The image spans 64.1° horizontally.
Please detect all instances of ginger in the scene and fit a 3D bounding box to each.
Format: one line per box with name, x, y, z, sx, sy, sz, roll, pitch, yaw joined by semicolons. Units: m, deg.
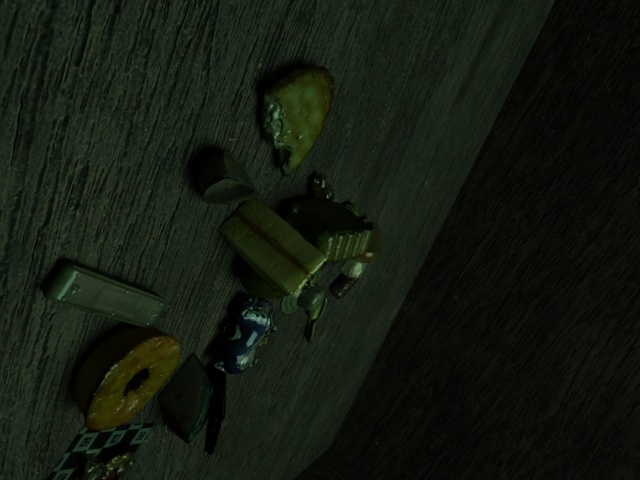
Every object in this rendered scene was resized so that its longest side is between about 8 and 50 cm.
ginger;-0.026;-0.088;1.811;0.166;0.080;0.332;-3;124;-40

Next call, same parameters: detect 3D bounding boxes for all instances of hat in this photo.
hat;-0.044;0.227;2.102;0.252;0.110;0.252;-43;152;-30

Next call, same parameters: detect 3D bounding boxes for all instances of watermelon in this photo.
watermelon;-0.447;0.552;1.710;0.260;0.176;0.255;89;2;-48

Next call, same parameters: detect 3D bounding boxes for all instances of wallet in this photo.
wallet;-0.356;0.561;1.770;0.318;0.045;0.172;-101;-152;-63

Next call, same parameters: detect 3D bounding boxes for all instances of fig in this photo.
fig;-0.139;0.101;1.652;0.203;0.225;0.202;24;90;-88

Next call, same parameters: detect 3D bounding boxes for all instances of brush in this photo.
brush;0.171;0.023;2.219;0.166;0.174;0.266;-61;177;41
brush;-0.041;0.354;2.325;0.067;0.072;0.312;-8;133;-30

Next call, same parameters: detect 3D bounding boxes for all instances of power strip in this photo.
power strip;-0.493;0.139;1.234;0.092;0.066;0.387;-57;153;-7

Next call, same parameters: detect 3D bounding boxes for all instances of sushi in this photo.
sushi;-0.687;0.732;1.558;0.359;0.064;0.343;-55;155;-3

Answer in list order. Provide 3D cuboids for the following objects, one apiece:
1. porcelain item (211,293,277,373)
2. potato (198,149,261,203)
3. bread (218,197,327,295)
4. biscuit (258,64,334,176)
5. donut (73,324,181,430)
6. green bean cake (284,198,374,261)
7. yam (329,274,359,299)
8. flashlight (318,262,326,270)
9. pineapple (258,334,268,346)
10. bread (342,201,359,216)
porcelain item;-0.273;0.325;1.769;0.288;0.138;0.186;-57;145;-5
potato;-0.257;-0.163;1.316;0.120;0.100;0.261;-20;172;8
bread;-0.138;0.014;1.465;0.167;0.163;0.264;-49;113;-17
biscuit;-0.077;-0.331;1.439;0.329;0.078;0.335;-24;140;-54
donut;-0.520;0.353;1.363;0.303;0.110;0.302;-43;153;-28
green bean cake;0.019;-0.032;1.659;0.233;0.236;0.124;-5;123;-36
yam;0.111;0.206;2.404;0.141;0.079;0.079;-45;152;-25
flashlight;0.000;0.000;1.958;0.093;0.093;0.231;-17;128;-55
pineapple;-0.259;0.406;1.977;0.124;0.058;0.058;-38;149;-35
bread;0.103;-0.087;2.055;0.139;0.071;0.130;-34;142;-42
